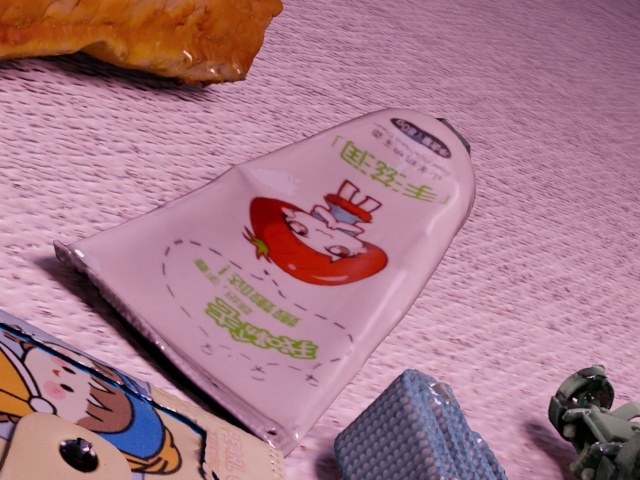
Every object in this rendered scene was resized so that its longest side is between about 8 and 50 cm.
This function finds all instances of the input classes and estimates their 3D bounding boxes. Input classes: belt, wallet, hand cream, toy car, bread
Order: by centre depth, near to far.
[{"bbox_3d":[-0.081,0.062,0.488,0.155,0.039,0.110,28,19,-17],"label":"wallet"},{"bbox_3d":[0.037,0.104,0.559,0.100,0.065,0.179,34,15,-28],"label":"belt"},{"bbox_3d":[0.000,0.000,0.756,0.121,0.076,0.336,36,25,9],"label":"hand cream"},{"bbox_3d":[0.172,0.109,0.777,0.143,0.054,0.073,17,24,-33],"label":"toy car"},{"bbox_3d":[-0.129,-0.133,0.818,0.139,0.077,0.271,46,23,19],"label":"bread"}]
